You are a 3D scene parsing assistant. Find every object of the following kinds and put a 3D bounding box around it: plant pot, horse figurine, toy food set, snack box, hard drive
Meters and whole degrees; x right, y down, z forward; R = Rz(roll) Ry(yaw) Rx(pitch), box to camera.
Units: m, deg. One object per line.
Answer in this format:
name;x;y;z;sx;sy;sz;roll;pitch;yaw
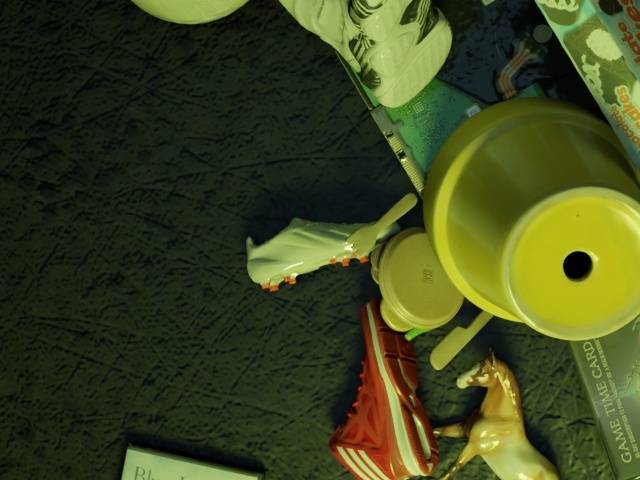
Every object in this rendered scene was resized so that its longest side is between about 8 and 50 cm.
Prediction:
plant pot;0.250;-0.010;1.201;0.254;0.239;0.254;-1;108;-2
horse figurine;0.214;0.281;1.324;0.174;0.066;0.263;-37;82;12
toy food set;0.116;0.048;1.333;0.132;0.038;0.192;-38;98;-28
snack box;0.354;-0.194;1.194;0.060;0.187;0.322;-35;84;47
hard drive;0.220;-0.215;1.333;0.339;0.064;0.237;-32;85;6

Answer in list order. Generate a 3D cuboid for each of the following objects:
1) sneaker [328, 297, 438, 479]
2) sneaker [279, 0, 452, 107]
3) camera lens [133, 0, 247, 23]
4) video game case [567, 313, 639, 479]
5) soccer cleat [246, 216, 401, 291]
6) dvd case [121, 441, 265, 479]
sneaker;0.052;0.188;1.339;0.128;0.087;0.221;-24;64;26
sneaker;0.031;-0.297;1.161;0.137;0.366;0.210;-43;71;-11
camera lens;-0.174;-0.381;1.284;0.219;0.274;0.219;0;89;8
video game case;0.432;0.142;1.243;0.274;0.026;0.196;-25;53;18
soccer cleat;0.000;0.000;1.360;0.196;0.068;0.076;-18;77;8
dvd case;-0.178;0.395;1.398;0.180;0.022;0.253;10;90;8
